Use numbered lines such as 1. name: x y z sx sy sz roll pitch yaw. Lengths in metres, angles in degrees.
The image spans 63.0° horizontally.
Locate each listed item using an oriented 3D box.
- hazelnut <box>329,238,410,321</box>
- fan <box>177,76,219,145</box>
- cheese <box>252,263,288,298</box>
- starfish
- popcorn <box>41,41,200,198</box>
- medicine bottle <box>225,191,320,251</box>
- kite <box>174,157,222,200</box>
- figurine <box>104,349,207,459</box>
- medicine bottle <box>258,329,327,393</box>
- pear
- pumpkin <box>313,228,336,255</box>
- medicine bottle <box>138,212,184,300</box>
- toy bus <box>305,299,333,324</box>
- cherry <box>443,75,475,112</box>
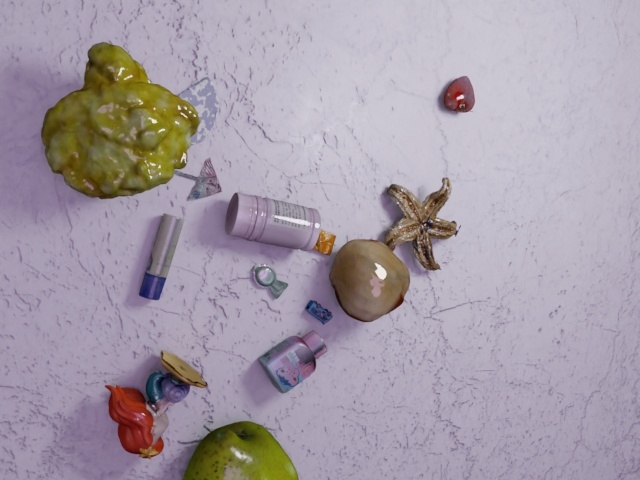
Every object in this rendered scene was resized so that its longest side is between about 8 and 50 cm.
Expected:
1. hazelnut: 0.140 0.118 1.598 0.261 0.241 0.261 -3 93 -52
2. fan: -0.358 -0.341 1.442 0.131 0.009 0.240 36 80 -22
3. cheese: -0.153 0.118 1.559 0.121 0.026 0.067 45 77 -20
4. starfish: 0.345 -0.063 1.721 0.303 0.113 0.312 12 99 -21
5. popcorn: -0.489 -0.258 1.243 0.334 0.294 0.292 -54 141 -9
6. medicine bottle: -0.135 -0.051 1.496 0.250 0.133 0.133 10 90 -24
7. kite: -0.343 -0.174 1.464 0.152 0.005 0.137 28 81 -23
8. figurine: -0.453 0.434 1.388 0.257 0.181 0.208 -54 151 -9
9. medicine bottle: -0.076 0.357 1.575 0.188 0.094 0.119 -32 105 -18
10. pear: -0.231 0.668 1.461 0.342 0.238 0.318 -20 110 -21
11. pumpkin: 0.002 -0.001 1.613 0.101 0.035 0.073 19 84 -21
12. medicine bottle: -0.430 0.044 1.415 0.059 0.059 0.230 18 87 -24
13. toy bus: -0.005 0.223 1.626 0.083 0.038 0.046 39 83 -20
14. cherry: 0.469 -0.480 1.750 0.106 0.087 0.126 33 63 -16
